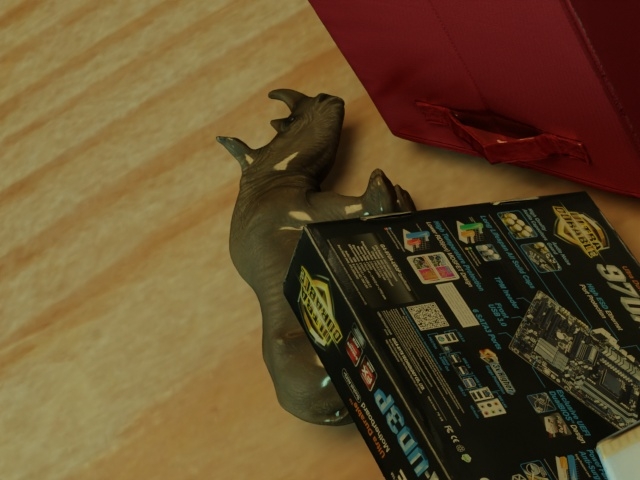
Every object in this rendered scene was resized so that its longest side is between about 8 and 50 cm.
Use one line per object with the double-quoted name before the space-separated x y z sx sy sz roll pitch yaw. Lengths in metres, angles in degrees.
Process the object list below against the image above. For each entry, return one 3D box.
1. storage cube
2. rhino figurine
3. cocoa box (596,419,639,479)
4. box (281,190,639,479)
"storage cube" 0.116 -0.164 0.973 0.184 0.193 0.215 17 67 35
"rhino figurine" 0.000 0.000 1.041 0.106 0.073 0.243 -27 53 11
"cocoa box" 0.289 0.202 0.665 0.228 0.231 0.347 -29 54 15
"box" 0.104 0.072 0.889 0.220 0.175 0.051 59 144 37
